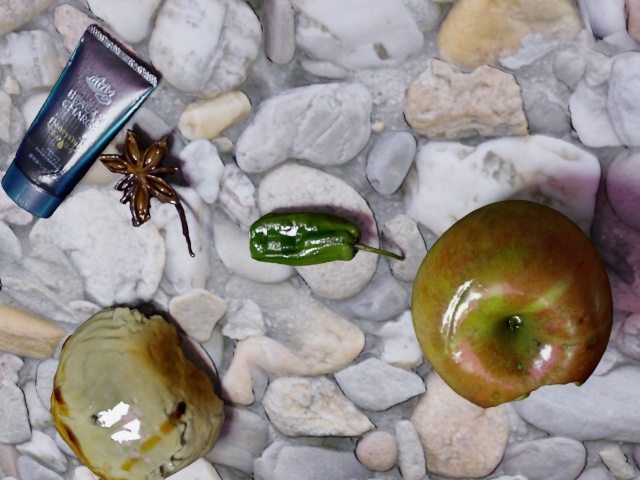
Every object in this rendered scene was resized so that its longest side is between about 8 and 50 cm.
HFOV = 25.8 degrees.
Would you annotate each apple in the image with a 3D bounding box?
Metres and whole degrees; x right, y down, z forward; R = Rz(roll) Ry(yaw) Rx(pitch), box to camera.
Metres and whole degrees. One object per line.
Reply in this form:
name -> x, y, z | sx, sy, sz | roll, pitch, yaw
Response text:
apple -> 0.234, 0.074, 1.696 | 0.246, 0.226, 0.246 | 3, 111, 8

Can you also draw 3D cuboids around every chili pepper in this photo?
chili pepper -> 0.000, -0.002, 1.830 | 0.204, 0.073, 0.072 | 1, 100, 17

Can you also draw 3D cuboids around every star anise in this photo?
star anise -> -0.219, -0.060, 1.870 | 0.097, 0.070, 0.190 | -25, 84, -1

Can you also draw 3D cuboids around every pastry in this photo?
pastry -> -0.289, 0.239, 1.985 | 0.237, 0.170, 0.256 | -30, 97, 25

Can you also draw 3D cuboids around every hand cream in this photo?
hand cream -> -0.332, -0.152, 1.886 | 0.120, 0.061, 0.270 | 40, 113, 3
